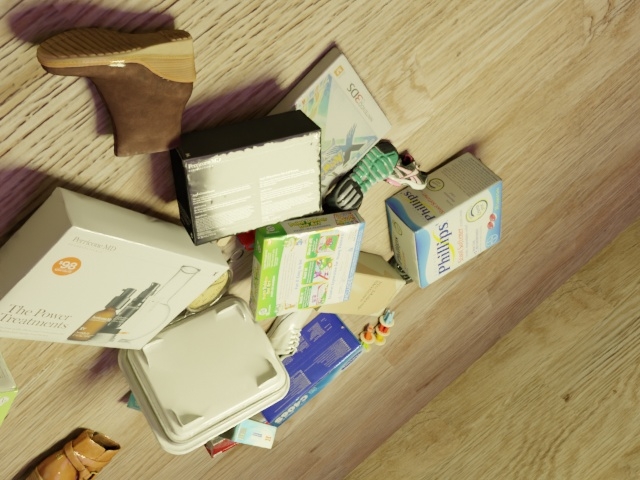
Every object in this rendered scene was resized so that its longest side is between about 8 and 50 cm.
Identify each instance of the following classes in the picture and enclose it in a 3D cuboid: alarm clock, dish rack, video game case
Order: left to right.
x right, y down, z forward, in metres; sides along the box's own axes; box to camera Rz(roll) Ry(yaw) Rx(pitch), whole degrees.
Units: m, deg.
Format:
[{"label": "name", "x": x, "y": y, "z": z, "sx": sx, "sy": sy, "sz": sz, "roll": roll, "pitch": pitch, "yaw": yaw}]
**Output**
[{"label": "dish rack", "x": -0.250, "y": 0.280, "z": 1.459, "sx": 0.333, "sy": 0.285, "sz": 0.072, "roll": -23, "pitch": 162, "yaw": -30}, {"label": "alarm clock", "x": -0.244, "y": 0.080, "z": 1.432, "sx": 0.192, "sy": 0.064, "sz": 0.129, "roll": -38, "pitch": 155, "yaw": -16}, {"label": "video game case", "x": -0.019, "y": -0.199, "z": 1.370, "sx": 0.329, "sy": 0.036, "sz": 0.300, "roll": -45, "pitch": 149, "yaw": 5}]

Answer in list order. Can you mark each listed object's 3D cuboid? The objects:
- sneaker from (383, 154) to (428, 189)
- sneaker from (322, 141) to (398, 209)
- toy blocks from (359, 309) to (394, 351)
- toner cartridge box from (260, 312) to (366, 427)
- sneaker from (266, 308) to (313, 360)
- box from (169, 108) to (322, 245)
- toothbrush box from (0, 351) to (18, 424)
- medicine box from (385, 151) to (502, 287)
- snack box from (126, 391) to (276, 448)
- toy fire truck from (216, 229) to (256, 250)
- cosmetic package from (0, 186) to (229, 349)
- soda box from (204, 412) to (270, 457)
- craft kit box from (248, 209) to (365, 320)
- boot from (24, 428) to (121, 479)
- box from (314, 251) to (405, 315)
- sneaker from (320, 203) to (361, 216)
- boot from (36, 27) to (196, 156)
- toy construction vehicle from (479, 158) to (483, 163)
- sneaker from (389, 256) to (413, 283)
[{"label": "sneaker", "x": 0.222, "y": -0.177, "z": 1.639, "sx": 0.178, "sy": 0.072, "sz": 0.077, "roll": -4, "pitch": 122, "yaw": -53}, {"label": "sneaker", "x": 0.089, "y": -0.154, "z": 1.536, "sx": 0.224, "sy": 0.098, "sz": 0.083, "roll": -44, "pitch": 109, "yaw": -28}, {"label": "toy blocks", "x": 0.191, "y": 0.302, "z": 2.205, "sx": 0.123, "sy": 0.054, "sz": 0.148, "roll": -18, "pitch": 142, "yaw": -35}, {"label": "toner cartridge box", "x": -0.050, "y": 0.370, "z": 1.915, "sx": 0.348, "sy": 0.165, "sz": 0.075, "roll": -39, "pitch": 150, "yaw": -3}, {"label": "sneaker", "x": -0.093, "y": 0.273, "z": 1.814, "sx": 0.258, "sy": 0.091, "sz": 0.094, "roll": -52, "pitch": 148, "yaw": 16}, {"label": "box", "x": -0.133, "y": -0.120, "z": 1.212, "sx": 0.261, "sy": 0.103, "sz": 0.184, "roll": -16, "pitch": 132, "yaw": -21}, {"label": "toothbrush box", "x": -0.646, "y": 0.280, "z": 1.097, "sx": 0.122, "sy": 0.206, "sz": 0.283, "roll": 3, "pitch": 128, "yaw": -50}, {"label": "medicine box", "x": 0.346, "y": -0.052, "z": 1.814, "sx": 0.289, "sy": 0.149, "sz": 0.263, "roll": -31, "pitch": 141, "yaw": -12}, {"label": "snack box", "x": -0.291, "y": 0.435, "z": 1.603, "sx": 0.187, "sy": 0.322, "sz": 0.060, "roll": 44, "pitch": 58, "yaw": -58}, {"label": "toy fire truck", "x": -0.187, "y": -0.029, "z": 1.382, "sx": 0.135, "sy": 0.047, "sz": 0.192, "roll": -33, "pitch": 149, "yaw": -14}, {"label": "cosmetic package", "x": -0.395, "y": 0.072, "z": 1.190, "sx": 0.284, "sy": 0.097, "sz": 0.377, "roll": -43, "pitch": 150, "yaw": 17}, {"label": "soda box", "x": -0.238, "y": 0.554, "z": 2.000, "sx": 0.263, "sy": 0.092, "sz": 0.083, "roll": -20, "pitch": 142, "yaw": -31}, {"label": "craft kit box", "x": -0.034, "y": 0.059, "z": 1.493, "sx": 0.247, "sy": 0.061, "sz": 0.249, "roll": -12, "pitch": 133, "yaw": -26}, {"label": "boot", "x": -0.597, "y": 0.586, "z": 1.651, "sx": 0.220, "sy": 0.109, "sz": 0.283, "roll": -43, "pitch": 142, "yaw": -7}, {"label": "box", "x": 0.085, "y": 0.114, "z": 1.789, "sx": 0.311, "sy": 0.121, "sz": 0.148, "roll": 11, "pitch": 120, "yaw": -53}, {"label": "sneaker", "x": 0.046, "y": -0.078, "z": 1.566, "sx": 0.051, "sy": 0.089, "sz": 0.170, "roll": 98, "pitch": 11, "yaw": -53}, {"label": "boot", "x": -0.301, "y": -0.210, "z": 0.987, "sx": 0.249, "sy": 0.090, "sz": 0.206, "roll": -18, "pitch": 140, "yaw": -40}, {"label": "toy construction vehicle", "x": 0.446, "y": -0.188, "z": 1.902, "sx": 0.086, "sy": 0.035, "sz": 0.098, "roll": -39, "pitch": 149, "yaw": -4}, {"label": "sneaker", "x": 0.335, "y": 0.036, "z": 2.013, "sx": 0.286, "sy": 0.109, "sz": 0.130, "roll": -33, "pitch": 158, "yaw": -2}]
